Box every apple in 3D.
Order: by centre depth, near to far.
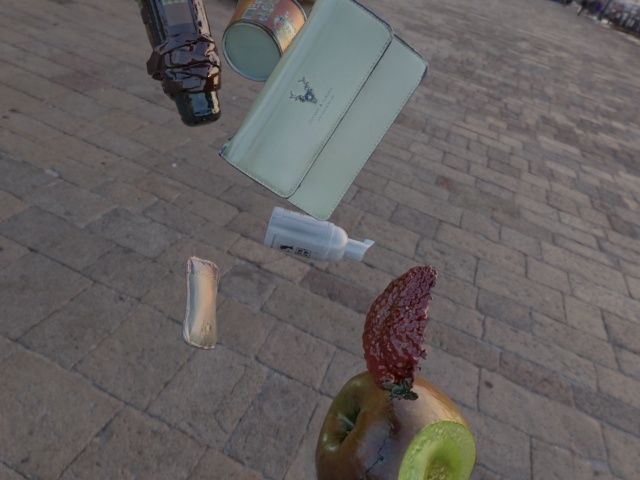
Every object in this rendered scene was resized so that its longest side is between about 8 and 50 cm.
[{"bbox_3d":[0.177,0.496,1.075,0.374,0.374,0.384,15,25,-3],"label":"apple"}]

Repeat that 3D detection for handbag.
[{"bbox_3d":[0.001,-0.247,0.889,0.236,0.359,0.160,32,8,-16],"label":"handbag"}]

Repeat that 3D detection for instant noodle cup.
[{"bbox_3d":[-0.213,-0.729,1.681,0.296,0.296,0.214,19,54,3],"label":"instant noodle cup"}]

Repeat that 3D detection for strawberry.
[{"bbox_3d":[0.133,0.162,0.847,0.106,0.175,0.236,12,58,2],"label":"strawberry"}]

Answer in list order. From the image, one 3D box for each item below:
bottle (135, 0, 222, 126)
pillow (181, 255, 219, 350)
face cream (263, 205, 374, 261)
[{"bbox_3d":[-0.272,-0.361,0.918,0.143,0.271,0.156,-17,13,-20],"label":"bottle"},{"bbox_3d":[-0.299,0.156,1.176,0.038,0.130,0.233,-11,69,22],"label":"pillow"},{"bbox_3d":[0.000,0.000,1.616,0.369,0.145,0.145,16,34,-2],"label":"face cream"}]
